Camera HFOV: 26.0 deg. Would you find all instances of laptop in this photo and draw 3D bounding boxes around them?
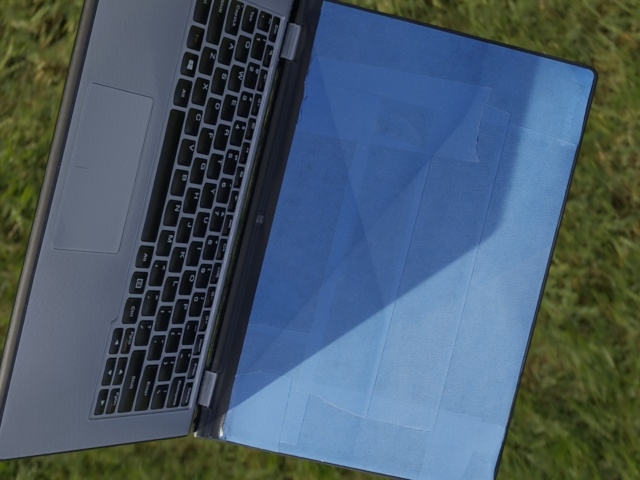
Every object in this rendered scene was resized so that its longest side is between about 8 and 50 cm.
[{"bbox_3d":[0.000,0.000,1.051,0.236,0.408,0.382,15,94,27],"label":"laptop"}]
